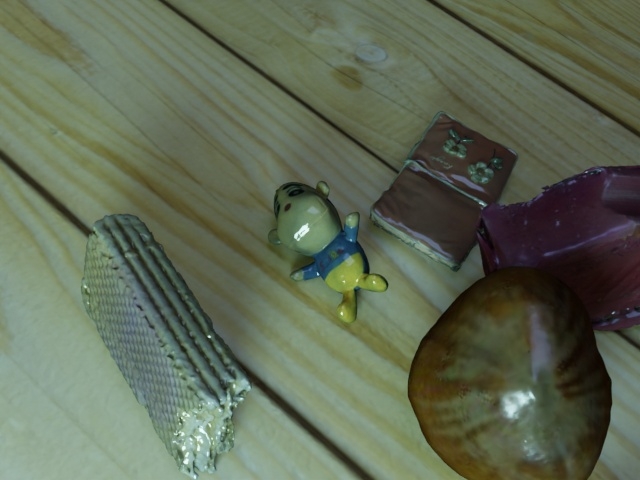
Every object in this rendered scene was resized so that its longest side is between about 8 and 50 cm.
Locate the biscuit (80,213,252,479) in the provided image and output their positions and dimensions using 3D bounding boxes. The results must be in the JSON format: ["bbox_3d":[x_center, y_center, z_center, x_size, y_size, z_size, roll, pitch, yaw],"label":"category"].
[{"bbox_3d":[-0.145,0.090,0.872,0.061,0.108,0.239,-14,51,-35],"label":"biscuit"}]

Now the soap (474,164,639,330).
[{"bbox_3d":[0.298,0.008,1.034,0.289,0.182,0.112,0,47,-22],"label":"soap"}]

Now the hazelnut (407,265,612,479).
[{"bbox_3d":[0.164,0.128,0.868,0.186,0.210,0.210,-6,29,39],"label":"hazelnut"}]

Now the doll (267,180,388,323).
[{"bbox_3d":[0.000,0.000,1.023,0.179,0.102,0.089,51,11,34],"label":"doll"}]

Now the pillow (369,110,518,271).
[{"bbox_3d":[0.152,-0.062,1.152,0.126,0.043,0.232,27,47,9],"label":"pillow"}]
